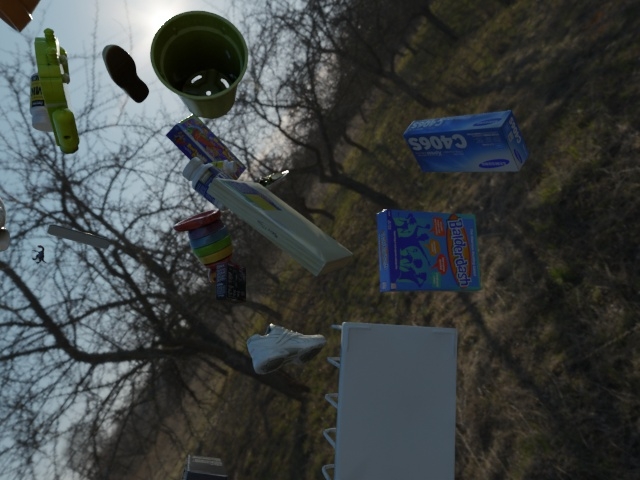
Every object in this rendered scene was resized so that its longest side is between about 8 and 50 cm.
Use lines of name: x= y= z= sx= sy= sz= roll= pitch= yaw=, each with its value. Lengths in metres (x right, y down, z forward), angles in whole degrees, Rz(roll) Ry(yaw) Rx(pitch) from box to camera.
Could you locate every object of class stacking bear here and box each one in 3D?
stacking bear: x=-0.402 y=0.040 z=1.800 sx=0.175 sy=0.289 sz=0.164 roll=-16 pitch=14 yaw=14

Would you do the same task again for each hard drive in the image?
hard drive: x=-0.926 y=-0.017 z=1.810 sx=0.307 sy=0.202 sz=0.040 roll=3 pitch=76 yaw=59

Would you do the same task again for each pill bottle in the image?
pill bottle: x=-1.091 y=-0.548 z=1.901 sx=0.119 sy=0.119 sz=0.209 roll=139 pitch=126 yaw=-73
pill bottle: x=-0.378 y=-0.198 z=1.646 sx=0.112 sy=0.186 sz=0.112 roll=-53 pitch=0 yaw=1
pill bottle: x=-0.416 y=-0.304 z=2.017 sx=0.065 sy=0.116 sz=0.065 roll=-5 pitch=-90 yaw=-79

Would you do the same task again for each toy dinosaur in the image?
toy dinosaur: x=-1.103 y=0.051 z=1.879 sx=0.082 sy=0.047 sz=0.090 roll=-45 pitch=-10 yaw=11

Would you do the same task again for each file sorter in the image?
file sorter: x=0.108 y=0.284 z=0.829 sx=0.173 sy=0.192 sz=0.278 roll=148 pitch=126 yaw=-77

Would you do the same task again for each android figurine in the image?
android figurine: x=-0.585 y=-0.332 z=1.067 sx=0.273 sy=0.056 sz=0.248 roll=114 pitch=140 yaw=-51

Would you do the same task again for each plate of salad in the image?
plate of salad: x=-0.229 y=-0.265 z=2.115 sx=0.199 sy=0.048 sz=0.200 roll=-30 pitch=16 yaw=9

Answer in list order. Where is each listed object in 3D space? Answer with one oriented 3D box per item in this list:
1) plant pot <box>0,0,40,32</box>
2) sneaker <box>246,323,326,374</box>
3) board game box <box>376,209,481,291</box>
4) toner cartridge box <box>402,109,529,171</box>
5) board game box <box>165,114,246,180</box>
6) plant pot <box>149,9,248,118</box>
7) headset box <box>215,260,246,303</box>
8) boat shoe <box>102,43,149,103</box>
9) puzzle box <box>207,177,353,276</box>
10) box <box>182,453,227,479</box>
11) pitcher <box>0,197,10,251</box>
plant pot: x=-1.000 y=-0.843 z=1.499 sx=0.203 sy=0.291 sz=0.291 roll=-49 pitch=4 yaw=-10
sneaker: x=-0.084 y=0.256 z=1.215 sx=0.232 sy=0.115 sz=0.090 roll=1 pitch=-46 yaw=-44
board game box: x=0.220 y=0.024 z=0.966 sx=0.047 sy=0.210 sz=0.160 roll=153 pitch=116 yaw=-68
toner cartridge box: x=0.433 y=-0.293 z=1.455 sx=0.347 sy=0.165 sz=0.075 roll=9 pitch=56 yaw=51
board game box: x=-0.508 y=-0.399 z=2.164 sx=0.078 sy=0.347 sz=0.233 roll=-38 pitch=17 yaw=21
plant pot: x=-0.359 y=-0.512 z=1.483 sx=0.276 sy=0.276 sz=0.254 roll=-59 pitch=0 yaw=-11
headset box: x=-0.185 y=0.084 z=0.987 sx=0.032 sy=0.062 sz=0.083 roll=-15 pitch=68 yaw=27
boat shoe: x=-0.752 y=-0.637 z=1.802 sx=0.109 sy=0.098 sz=0.302 roll=-50 pitch=-11 yaw=-10
puzzle box: x=-0.109 y=-0.048 z=1.411 sx=0.052 sy=0.408 sz=0.272 roll=-57 pitch=-15 yaw=14
box: x=-0.278 y=0.595 z=1.094 sx=0.158 sy=0.093 sz=0.156 roll=144 pitch=138 yaw=-72
pitcher: x=-1.072 y=-0.089 z=1.538 sx=0.125 sy=0.207 sz=0.178 roll=-8 pitch=-34 yaw=-53
